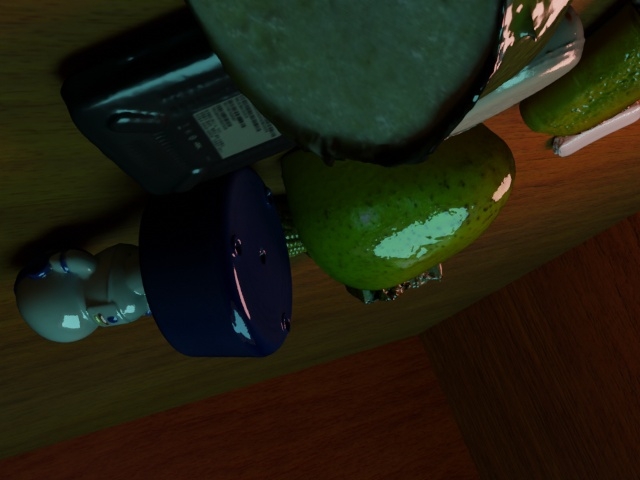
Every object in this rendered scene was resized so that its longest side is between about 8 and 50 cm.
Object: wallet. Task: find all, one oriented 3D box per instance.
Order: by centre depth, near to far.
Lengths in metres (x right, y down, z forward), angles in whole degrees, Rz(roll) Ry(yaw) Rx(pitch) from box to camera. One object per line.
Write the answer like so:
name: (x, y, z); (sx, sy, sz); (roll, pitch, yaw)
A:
wallet: (0.570, -0.230, 1.663); (0.190, 0.033, 0.095); (-28, 163, 15)

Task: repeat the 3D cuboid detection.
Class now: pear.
pear: (0.153, -0.067, 1.246); (0.318, 0.239, 0.342); (-21, 167, 28)

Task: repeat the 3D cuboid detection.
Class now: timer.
timer: (-0.255, 0.052, 1.136); (0.383, 0.271, 0.270); (-10, 168, 14)

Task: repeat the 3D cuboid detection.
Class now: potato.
potato: (0.064, -0.267, 0.552); (0.296, 0.289, 0.397); (-45, 140, -35)

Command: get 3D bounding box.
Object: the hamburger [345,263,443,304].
hamburger: (0.126, 0.014, 1.609); (0.167, 0.192, 0.288); (-14, -171, -11)

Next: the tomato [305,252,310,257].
tomato: (0.000, 0.000, 1.557); (0.087, 0.075, 0.087); (-17, 164, -5)

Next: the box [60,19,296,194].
box: (-0.104, -0.152, 0.883); (0.288, 0.073, 0.290); (-23, 165, 0)

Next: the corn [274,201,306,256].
corn: (-0.079, -0.014, 1.346); (0.310, 0.102, 0.101); (-7, 159, -44)

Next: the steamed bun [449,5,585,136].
steamed bun: (0.196, -0.221, 0.965); (0.228, 0.131, 0.177); (-29, 174, 18)

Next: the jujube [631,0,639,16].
jujube: (0.457, -0.329, 0.875); (0.216, 0.216, 0.342); (-22, 171, -1)

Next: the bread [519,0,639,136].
bread: (0.466, -0.270, 1.218); (0.166, 0.112, 0.383); (-13, 163, -32)
